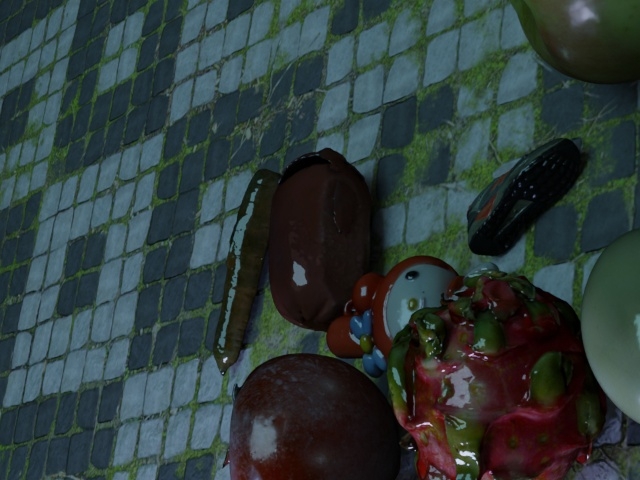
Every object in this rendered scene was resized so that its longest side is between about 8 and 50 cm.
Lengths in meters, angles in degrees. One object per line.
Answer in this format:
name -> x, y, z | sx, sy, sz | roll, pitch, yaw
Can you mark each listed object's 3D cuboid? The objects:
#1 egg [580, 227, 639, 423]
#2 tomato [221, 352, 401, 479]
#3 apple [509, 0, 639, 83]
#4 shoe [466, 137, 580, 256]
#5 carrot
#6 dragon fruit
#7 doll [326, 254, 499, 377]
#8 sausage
egg -> 0.363, 0.087, 1.451 | 0.188, 0.188, 0.254 | -50, 28, 27
tomato -> -0.010, 0.276, 1.827 | 0.270, 0.227, 0.270 | 1, -90, -86
apple -> 0.342, -0.349, 1.622 | 0.277, 0.319, 0.319 | -31, 42, 4
shoe -> 0.250, -0.068, 1.803 | 0.194, 0.074, 0.077 | -51, 32, 28
carrot -> -0.125, 0.049, 2.275 | 0.070, 0.070, 0.342 | 4, 77, 55
dragon fruit -> 0.196, 0.181, 1.592 | 0.237, 0.231, 0.303 | -125, 21, -52
doll -> 0.128, 0.099, 1.827 | 0.290, 0.130, 0.161 | -4, 75, 39
sausage -> 0.000, 0.000, 2.048 | 0.152, 0.152, 0.280 | -29, 50, 44
